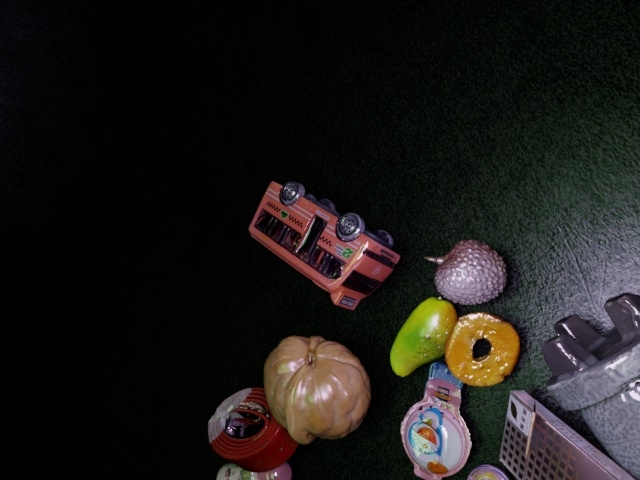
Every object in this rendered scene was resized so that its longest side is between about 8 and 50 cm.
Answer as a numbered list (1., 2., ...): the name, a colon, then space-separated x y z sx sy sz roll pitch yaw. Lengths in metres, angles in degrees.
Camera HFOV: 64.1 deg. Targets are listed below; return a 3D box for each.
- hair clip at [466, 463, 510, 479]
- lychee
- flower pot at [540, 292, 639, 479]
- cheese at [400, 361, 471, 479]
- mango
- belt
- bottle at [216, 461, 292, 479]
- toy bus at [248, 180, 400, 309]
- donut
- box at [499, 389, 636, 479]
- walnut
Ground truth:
1. hair clip: 0.400 0.582 1.176 0.172 0.049 0.115 2 70 47
2. lychee: 0.346 0.073 1.223 0.198 0.165 0.165 30 104 3
3. flower pot: 0.585 0.244 0.954 0.299 0.299 0.282 -45 71 24
4. cheese: 0.289 0.450 1.263 0.189 0.074 0.285 11 88 37
5. mango: 0.263 0.250 1.294 0.125 0.111 0.232 41 106 42
6. belt: -0.210 0.572 1.551 0.324 0.115 0.227 -14 42 37
7. bottle: -0.198 0.730 1.571 0.253 0.121 0.120 -27 67 31
8. toy bus: 0.000 0.000 1.468 0.427 0.203 0.232 33 95 38
9. donut: 0.377 0.252 1.205 0.162 0.065 0.178 30 103 10
10. box: 0.476 0.457 1.003 0.325 0.047 0.180 -139 50 -67
11. walnut: -0.010 0.404 1.385 0.297 0.285 0.284 5 85 19
